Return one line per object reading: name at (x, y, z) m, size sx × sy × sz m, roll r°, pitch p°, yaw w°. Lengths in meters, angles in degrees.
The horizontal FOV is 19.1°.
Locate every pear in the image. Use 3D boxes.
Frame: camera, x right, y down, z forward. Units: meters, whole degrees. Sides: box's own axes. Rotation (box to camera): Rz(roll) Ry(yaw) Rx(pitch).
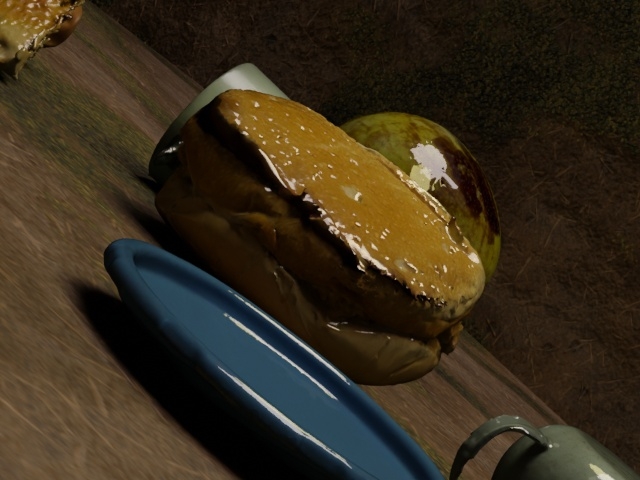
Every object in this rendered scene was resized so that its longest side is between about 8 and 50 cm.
pear at (0.094, -0.022, 2.371) m, size 0.283 × 0.283 × 0.283 m, roll 41°, pitch 4°, yaw -3°

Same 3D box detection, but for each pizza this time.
pizza at (-0.325, -0.260, 1.936) m, size 0.189 × 0.071 × 0.297 m, roll -5°, pitch 41°, yaw -32°

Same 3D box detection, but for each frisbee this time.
frisbee at (-0.033, 0.103, 1.239) m, size 0.289 × 0.049 × 0.289 m, roll 38°, pitch 6°, yaw -5°

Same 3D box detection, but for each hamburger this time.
hamburger at (-0.006, -0.004, 1.763) m, size 0.304 × 0.174 × 0.284 m, roll 40°, pitch 11°, yaw 23°

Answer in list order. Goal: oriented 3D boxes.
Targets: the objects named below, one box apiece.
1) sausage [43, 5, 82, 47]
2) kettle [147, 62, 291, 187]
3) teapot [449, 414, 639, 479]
sausage at (-0.355, -0.303, 2.129) m, size 0.136 × 0.120 × 0.241 m, roll 37°, pitch 8°, yaw -42°
kettle at (-0.054, -0.035, 2.003) m, size 0.255 × 0.165 × 0.240 m, roll 46°, pitch 34°, yaw 9°
teapot at (0.223, 0.248, 1.599) m, size 0.294 × 0.129 × 0.193 m, roll 37°, pitch 5°, yaw -24°
